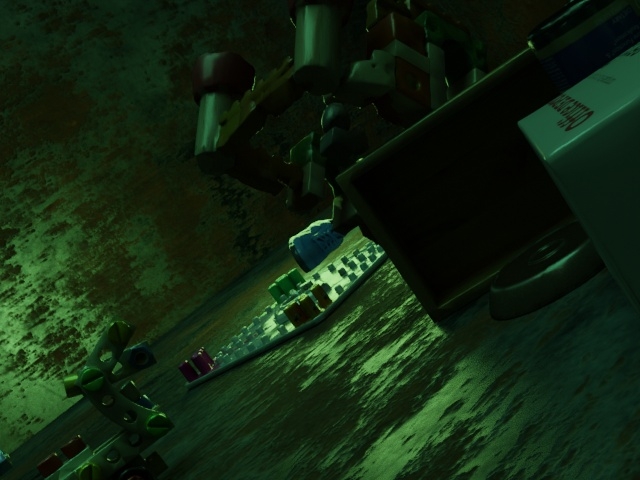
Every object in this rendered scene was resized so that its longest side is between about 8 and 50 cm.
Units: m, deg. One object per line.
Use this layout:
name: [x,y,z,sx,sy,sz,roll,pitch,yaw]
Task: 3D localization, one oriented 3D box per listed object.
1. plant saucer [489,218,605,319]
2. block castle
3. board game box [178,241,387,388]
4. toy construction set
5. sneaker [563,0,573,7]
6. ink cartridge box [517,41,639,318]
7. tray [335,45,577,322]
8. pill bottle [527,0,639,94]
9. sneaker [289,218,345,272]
plant saucer: [0.237,0.021,1.032,0.168,0.029,0.168,-34,4,3]
block castle: [0.081,-0.166,1.354,0.303,0.453,0.213,-33,44,44]
board game box: [-0.043,0.104,1.903,0.390,0.050,0.390,-30,7,40]
toy construction set: [-0.324,0.268,1.300,0.327,0.215,0.151,-35,5,-1]
sneaker: [0.321,-0.167,1.266,0.146,0.102,0.293,134,148,-73]
ink cartridge box: [0.362,-0.122,0.767,0.395,0.166,0.285,-34,5,12]
tray: [0.244,-0.103,1.133,0.411,0.203,0.076,-33,5,15]
pill bottle: [0.310,-0.144,0.994,0.123,0.219,0.123,-35,5,4]
sneaker: [0.000,0.000,1.916,0.082,0.069,0.209,-29,6,18]
